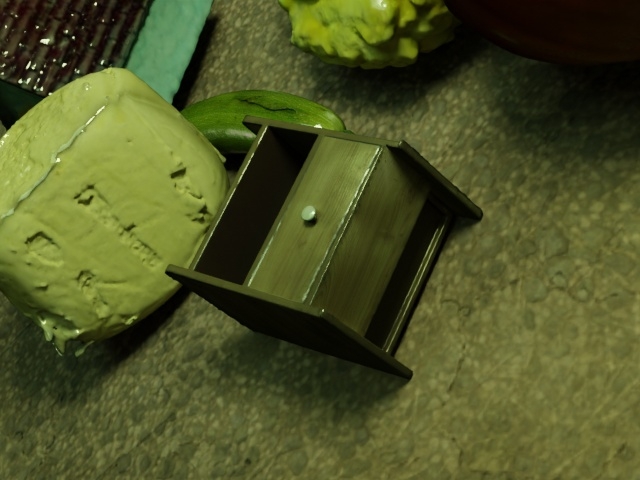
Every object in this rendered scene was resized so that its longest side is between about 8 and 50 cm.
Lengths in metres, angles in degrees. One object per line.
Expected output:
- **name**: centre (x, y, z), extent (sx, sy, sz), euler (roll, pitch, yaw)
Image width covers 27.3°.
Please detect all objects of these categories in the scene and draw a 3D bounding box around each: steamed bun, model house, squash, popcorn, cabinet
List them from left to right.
- **model house**: centre (-0.309, -0.233, 1.532), extent (0.230, 0.248, 0.281), euler (-13, 50, 48)
- **steamed bun**: centre (-0.240, -0.034, 1.389), extent (0.273, 0.232, 0.166), euler (-50, 34, 0)
- **squash**: centre (-0.075, -0.121, 1.416), extent (0.318, 0.071, 0.080), euler (3, 74, 43)
- **cabinet**: centre (0.000, 0.000, 1.217), extent (0.215, 0.148, 0.175), euler (14, 73, 44)
- **popcorn**: centre (0.033, -0.290, 1.335), extent (0.286, 0.173, 0.225), euler (46, 139, 23)

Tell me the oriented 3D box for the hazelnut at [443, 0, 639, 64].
- **hazelnut**: centre (0.244, -0.337, 1.113), extent (0.359, 0.359, 0.409), euler (-6, 56, 38)
